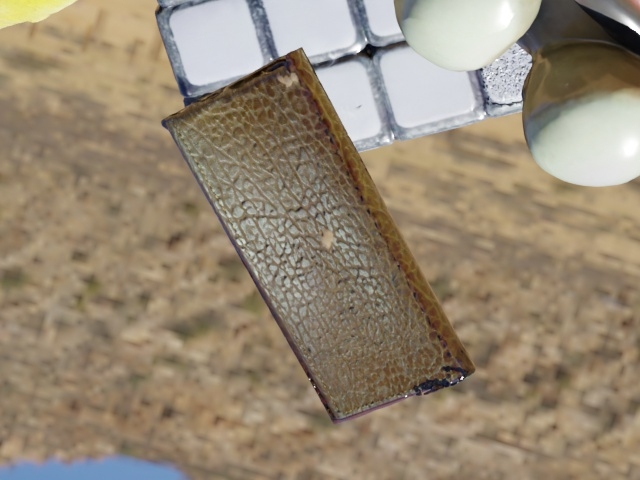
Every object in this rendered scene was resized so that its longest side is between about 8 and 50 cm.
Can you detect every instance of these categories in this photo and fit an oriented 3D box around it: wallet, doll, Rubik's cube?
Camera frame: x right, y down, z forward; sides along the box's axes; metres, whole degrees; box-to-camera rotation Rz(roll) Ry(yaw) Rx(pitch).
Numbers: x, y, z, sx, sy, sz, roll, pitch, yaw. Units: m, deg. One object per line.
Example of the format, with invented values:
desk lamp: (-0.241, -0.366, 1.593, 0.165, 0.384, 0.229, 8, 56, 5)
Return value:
wallet: (0.000, 0.000, 1.284, 0.133, 0.243, 0.039, -25, -174, 40)
doll: (0.191, -0.179, 0.888, 0.235, 0.330, 0.174, 45, -159, -15)
Rubik's cube: (0.031, -0.283, 1.695, 0.344, 0.337, 0.344, -14, -162, 10)

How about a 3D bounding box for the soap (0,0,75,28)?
soap: (-0.294, -0.294, 1.439, 0.115, 0.306, 0.427, -36, -166, -35)
